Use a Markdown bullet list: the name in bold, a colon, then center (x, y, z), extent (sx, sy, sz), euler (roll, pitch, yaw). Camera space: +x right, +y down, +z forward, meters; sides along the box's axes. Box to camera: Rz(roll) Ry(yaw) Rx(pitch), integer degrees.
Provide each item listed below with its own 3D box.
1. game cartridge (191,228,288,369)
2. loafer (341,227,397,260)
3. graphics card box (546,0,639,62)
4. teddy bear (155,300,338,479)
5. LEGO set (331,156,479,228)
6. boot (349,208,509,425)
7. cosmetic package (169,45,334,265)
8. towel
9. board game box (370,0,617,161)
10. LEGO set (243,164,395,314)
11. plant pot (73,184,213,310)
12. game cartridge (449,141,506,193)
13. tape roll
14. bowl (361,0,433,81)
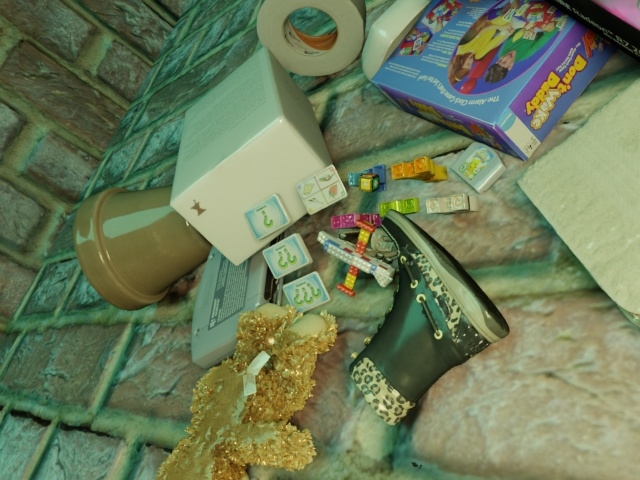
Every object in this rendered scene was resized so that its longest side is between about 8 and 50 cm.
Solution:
- **game cartridge**: center (-0.145, 0.076, 1.150), extent (0.196, 0.060, 0.294), euler (-28, 39, 30)
- **loafer**: center (0.077, 0.002, 0.931), extent (0.125, 0.039, 0.045), euler (-5, 55, 52)
- **graphics card box**: center (0.372, -0.315, 0.674), extent (0.233, 0.094, 0.371), euler (-45, 55, 13)
- **teddy bear**: center (-0.093, 0.232, 0.889), extent (0.245, 0.113, 0.338), euler (-6, 52, 31)
- **LEGO set**: center (0.126, -0.069, 0.907), extent (0.227, 0.093, 0.087), euler (-7, 86, 45)
- **boot**: center (0.093, 0.083, 0.777), extent (0.178, 0.085, 0.236), euler (-47, 42, 12)
- **cosmetic package**: center (-0.126, -0.178, 1.196), extent (0.230, 0.161, 0.453), euler (-36, 28, 13)
- **towel**: center (0.325, -0.044, 0.638), extent (0.187, 0.049, 0.282), euler (-41, 32, 18)
- **board game box**: center (0.241, -0.271, 0.939), extent (0.233, 0.078, 0.347), euler (-51, 31, 4)
- **LEGO set**: center (0.000, 0.000, 0.921), extent (0.244, 0.182, 0.060), euler (-25, 1, 37)
- **plant pot**: center (-0.330, -0.011, 1.337), extent (0.229, 0.263, 0.263), euler (-20, 42, 16)
- **game cartridge**: center (0.213, -0.101, 0.874), extent (0.056, 0.017, 0.083), euler (-45, 32, 9)
- **tape roll**: center (-0.017, -0.443, 1.318), extent (0.219, 0.219, 0.072), euler (-27, 40, 37)
- **bowl**: center (0.125, -0.352, 1.116), extent (0.142, 0.053, 0.142), euler (-47, -8, -20)
